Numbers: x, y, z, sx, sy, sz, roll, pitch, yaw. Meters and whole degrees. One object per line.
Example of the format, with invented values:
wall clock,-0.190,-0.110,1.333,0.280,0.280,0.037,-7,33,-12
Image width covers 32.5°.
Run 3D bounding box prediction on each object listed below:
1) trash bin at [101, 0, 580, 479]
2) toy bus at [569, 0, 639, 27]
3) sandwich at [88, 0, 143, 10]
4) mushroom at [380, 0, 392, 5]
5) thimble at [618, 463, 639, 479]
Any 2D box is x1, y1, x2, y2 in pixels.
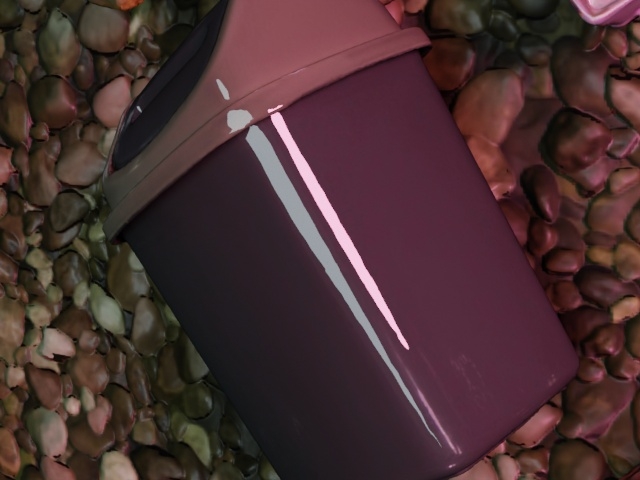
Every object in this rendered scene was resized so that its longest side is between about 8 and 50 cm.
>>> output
trash bin,0.000,0.000,0.652,0.209,0.182,0.290,-33,86,50
toy bus,0.242,-0.207,0.540,0.274,0.112,0.090,-30,83,28
sandwich,-0.205,-0.319,0.673,0.262,0.131,0.325,24,146,23
mushroom,-0.008,-0.209,0.657,0.166,0.127,0.166,2,109,5
thimble,0.234,0.224,0.581,0.239,0.162,0.239,4,99,25
